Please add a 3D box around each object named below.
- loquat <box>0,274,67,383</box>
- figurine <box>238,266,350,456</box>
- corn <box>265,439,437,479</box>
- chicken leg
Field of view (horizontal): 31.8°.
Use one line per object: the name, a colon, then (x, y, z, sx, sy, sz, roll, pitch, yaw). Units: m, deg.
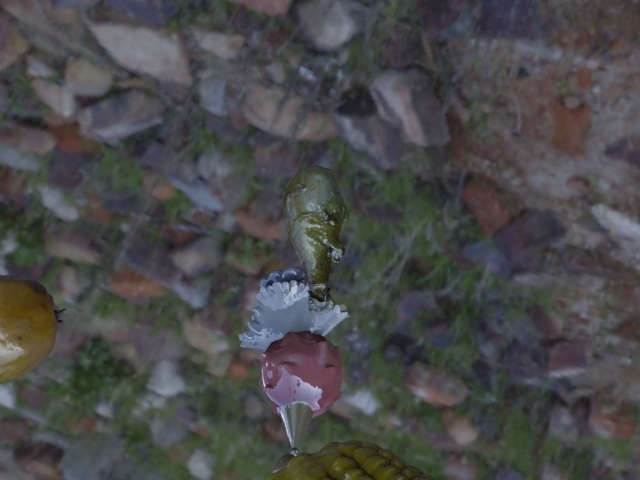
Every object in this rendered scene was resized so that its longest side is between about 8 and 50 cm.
loquat: (-0.538, 0.141, 1.863, 0.234, 0.187, 0.176, -14, 146, -16)
figurine: (-0.035, 0.214, 1.996, 0.207, 0.387, 0.166, -14, 139, 2)
corn: (0.060, 0.180, 0.561, 0.261, 0.097, 0.097, 31, 163, 43)
chicken leg: (0.000, 0.000, 1.321, 0.093, 0.178, 0.070, 13, 152, -37)
